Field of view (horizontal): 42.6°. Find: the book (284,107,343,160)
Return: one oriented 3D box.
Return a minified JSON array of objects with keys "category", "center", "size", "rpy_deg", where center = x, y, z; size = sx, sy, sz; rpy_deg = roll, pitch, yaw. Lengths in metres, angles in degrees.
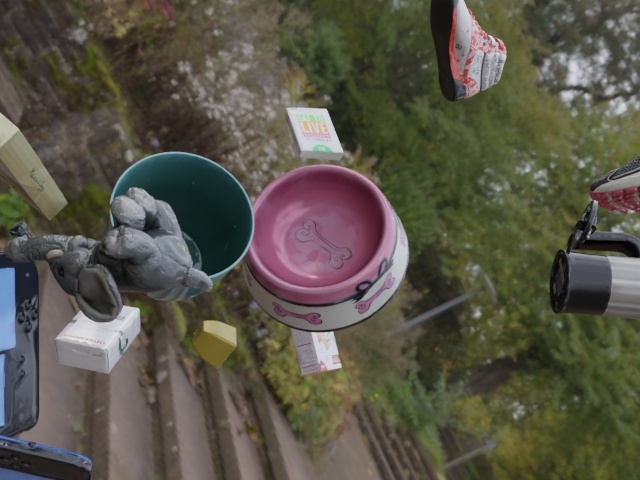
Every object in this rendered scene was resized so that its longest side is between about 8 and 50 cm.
[{"category":"book","center":[-0.017,-0.228,1.759],"size":[0.035,0.096,0.144],"rpy_deg":[114,-32,-41]}]

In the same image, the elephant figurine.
[{"category":"elephant figurine","center":[-0.326,0.039,1.243],"size":[0.169,0.239,0.186],"rpy_deg":[20,41,-59]}]

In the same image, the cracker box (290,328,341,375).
[{"category":"cracker box","center":[-0.021,0.263,2.339],"size":[0.156,0.067,0.232],"rpy_deg":[9,66,-66]}]

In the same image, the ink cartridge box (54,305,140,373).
[{"category":"ink cartridge box","center":[-0.633,0.271,2.340],"size":[0.219,0.160,0.092],"rpy_deg":[-63,161,-59]}]

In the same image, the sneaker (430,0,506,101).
[{"category":"sneaker","center":[0.330,-0.451,1.810],"size":[0.090,0.145,0.270],"rpy_deg":[40,-34,55]}]

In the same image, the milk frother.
[{"category":"milk frother","center":[0.370,0.027,1.021],"size":[0.143,0.135,0.129],"rpy_deg":[93,2,-69]}]

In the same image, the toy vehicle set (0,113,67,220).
[{"category":"toy vehicle set","center":[-0.401,-0.123,0.984],"size":[0.166,0.035,0.267],"rpy_deg":[40,-15,4]}]

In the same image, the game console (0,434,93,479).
[{"category":"game console","center":[-0.488,0.421,1.210],"size":[0.293,0.250,0.173],"rpy_deg":[114,-11,-50]}]

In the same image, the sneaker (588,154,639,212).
[{"category":"sneaker","center":[0.563,-0.139,1.283],"size":[0.121,0.299,0.112],"rpy_deg":[28,38,-55]}]

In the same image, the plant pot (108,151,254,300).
[{"category":"plant pot","center":[-0.312,-0.003,1.744],"size":[0.293,0.293,0.235],"rpy_deg":[64,-29,16]}]

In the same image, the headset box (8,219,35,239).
[{"category":"headset box","center":[-0.678,-0.011,1.872],"size":[0.062,0.032,0.083],"rpy_deg":[62,-9,-17]}]

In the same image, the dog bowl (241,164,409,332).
[{"category":"dog bowl","center":[0.000,0.000,1.924],"size":[0.150,0.408,0.407],"rpy_deg":[76,-11,-62]}]

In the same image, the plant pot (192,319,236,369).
[{"category":"plant pot","center":[-0.255,0.235,1.931],"size":[0.083,0.081,0.081],"rpy_deg":[34,18,-21]}]

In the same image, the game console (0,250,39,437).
[{"category":"game console","center":[-0.589,0.192,1.362],"size":[0.386,0.060,0.341],"rpy_deg":[-9,95,-75]}]
